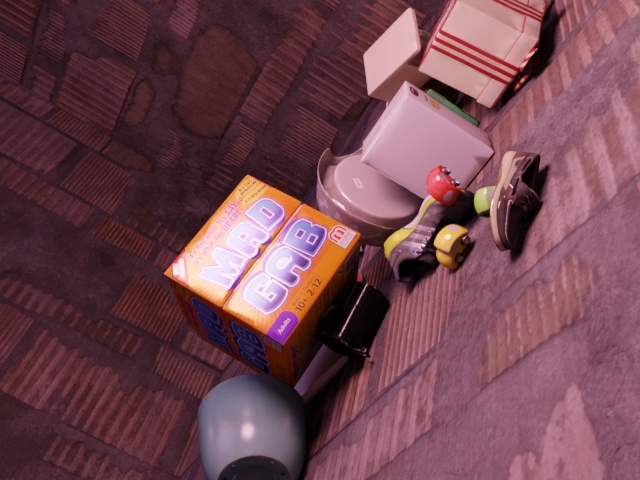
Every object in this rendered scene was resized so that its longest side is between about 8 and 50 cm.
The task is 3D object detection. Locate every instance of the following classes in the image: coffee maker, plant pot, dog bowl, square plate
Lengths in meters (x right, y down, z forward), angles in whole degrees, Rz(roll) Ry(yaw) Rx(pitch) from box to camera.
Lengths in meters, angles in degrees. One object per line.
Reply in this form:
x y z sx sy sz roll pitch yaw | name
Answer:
0.101 0.206 1.660 0.171 0.120 0.178 17 65 34 | coffee maker
-0.170 0.525 1.627 0.293 0.293 0.235 -57 18 18 | plant pot
0.147 -0.125 1.764 0.348 0.349 0.102 -71 1 -46 | dog bowl
-0.030 0.367 1.890 0.347 0.049 0.344 -47 13 14 | square plate

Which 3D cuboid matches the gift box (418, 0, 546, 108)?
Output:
0.434 -0.525 1.653 0.276 0.258 0.255 -59 7 53 | gift box

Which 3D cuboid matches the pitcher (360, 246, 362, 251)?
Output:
0.123 -0.049 2.283 0.178 0.125 0.207 114 171 -74 | pitcher

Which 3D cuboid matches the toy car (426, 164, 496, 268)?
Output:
0.311 -0.072 1.368 0.225 0.053 0.239 -21 71 50 | toy car

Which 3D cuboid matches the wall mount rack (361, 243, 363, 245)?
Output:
0.171 -0.070 2.034 0.304 0.130 0.350 -61 9 -6 | wall mount rack

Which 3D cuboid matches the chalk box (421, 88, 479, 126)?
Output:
0.319 -0.310 1.859 0.180 0.179 0.289 -58 11 6 | chalk box

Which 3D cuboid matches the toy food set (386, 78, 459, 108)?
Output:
0.370 -0.474 1.997 0.306 0.220 0.092 -51 41 42 | toy food set

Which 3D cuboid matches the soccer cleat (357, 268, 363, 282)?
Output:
0.031 0.164 2.123 0.331 0.143 0.116 -28 67 37 | soccer cleat

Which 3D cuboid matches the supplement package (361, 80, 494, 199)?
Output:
0.269 -0.238 1.646 0.204 0.262 0.145 -55 11 27 | supplement package

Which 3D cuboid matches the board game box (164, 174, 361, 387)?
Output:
-0.137 0.121 1.741 0.356 0.356 0.356 -54 -18 -26 | board game box

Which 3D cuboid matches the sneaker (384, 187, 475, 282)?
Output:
0.266 -0.007 1.535 0.300 0.111 0.121 -52 32 39 | sneaker

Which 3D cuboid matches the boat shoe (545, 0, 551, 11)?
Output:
0.538 -0.611 1.852 0.096 0.098 0.277 -63 12 -22 | boat shoe

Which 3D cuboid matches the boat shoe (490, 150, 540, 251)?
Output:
0.374 -0.082 1.224 0.073 0.080 0.223 -6 52 36 | boat shoe

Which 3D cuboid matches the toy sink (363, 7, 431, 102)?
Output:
0.247 -0.525 1.864 0.234 0.131 0.152 -37 52 51 | toy sink

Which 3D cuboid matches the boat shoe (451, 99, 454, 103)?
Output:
0.351 -0.458 2.275 0.324 0.120 0.122 -47 16 52 | boat shoe
